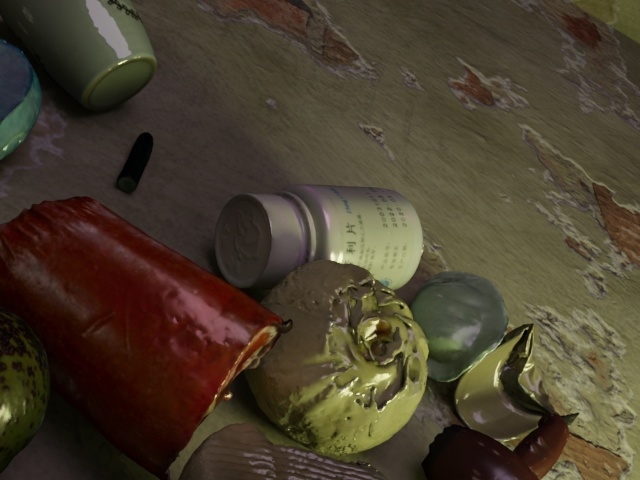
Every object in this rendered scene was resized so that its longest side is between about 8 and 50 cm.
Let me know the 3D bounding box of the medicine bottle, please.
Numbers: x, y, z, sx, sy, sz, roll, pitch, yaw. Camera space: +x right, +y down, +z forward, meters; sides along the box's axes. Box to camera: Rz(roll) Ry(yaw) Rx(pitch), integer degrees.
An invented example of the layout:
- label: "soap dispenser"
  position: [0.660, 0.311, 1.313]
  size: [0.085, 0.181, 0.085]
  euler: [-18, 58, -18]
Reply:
- label: "medicine bottle"
  position: [0.000, 0.000, 1.374]
  size: [0.292, 0.170, 0.170]
  euler: [1, 49, -40]

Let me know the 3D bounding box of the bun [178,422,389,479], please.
- label: "bun"
  position: [-0.033, 0.336, 0.951]
  size: [0.281, 0.205, 0.281]
  euler: [16, 14, -4]

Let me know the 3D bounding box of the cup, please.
- label: "cup"
  position: [-0.358, -0.329, 1.455]
  size: [0.234, 0.186, 0.258]
  euler: [54, 11, 8]

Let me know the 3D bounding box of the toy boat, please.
- label: "toy boat"
  position: [-0.512, -0.150, 1.187]
  size: [0.215, 0.123, 0.330]
  euler: [37, 47, 13]

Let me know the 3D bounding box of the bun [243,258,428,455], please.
- label: "bun"
  position: [0.034, 0.152, 1.202]
  size: [0.259, 0.152, 0.259]
  euler: [15, 65, -34]

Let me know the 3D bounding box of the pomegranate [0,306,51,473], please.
- label: "pomegranate"
  position: [-0.384, 0.126, 0.883]
  size: [0.248, 0.214, 0.214]
  euler: [51, 36, -3]

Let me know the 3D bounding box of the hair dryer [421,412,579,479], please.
- label: "hair dryer"
  position: [0.331, 0.343, 1.295]
  size: [0.312, 0.123, 0.340]
  euler: [39, 34, 21]

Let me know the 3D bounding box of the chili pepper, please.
- label: "chili pepper"
  position: [-0.212, 0.093, 1.037]
  size: [0.305, 0.251, 0.229]
  euler: [40, 71, 11]

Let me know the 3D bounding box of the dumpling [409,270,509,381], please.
- label: "dumpling"
  position: [0.212, 0.136, 1.442]
  size: [0.152, 0.108, 0.219]
  euler: [5, 50, 5]

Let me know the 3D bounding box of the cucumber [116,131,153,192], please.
- label: "cucumber"
  position: [-0.277, -0.123, 1.394]
  size: [0.032, 0.032, 0.133]
  euler: [26, 37, -15]

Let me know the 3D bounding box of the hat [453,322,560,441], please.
- label: "hat"
  position: [0.282, 0.229, 1.460]
  size: [0.173, 0.144, 0.166]
  euler: [-16, 90, -5]
